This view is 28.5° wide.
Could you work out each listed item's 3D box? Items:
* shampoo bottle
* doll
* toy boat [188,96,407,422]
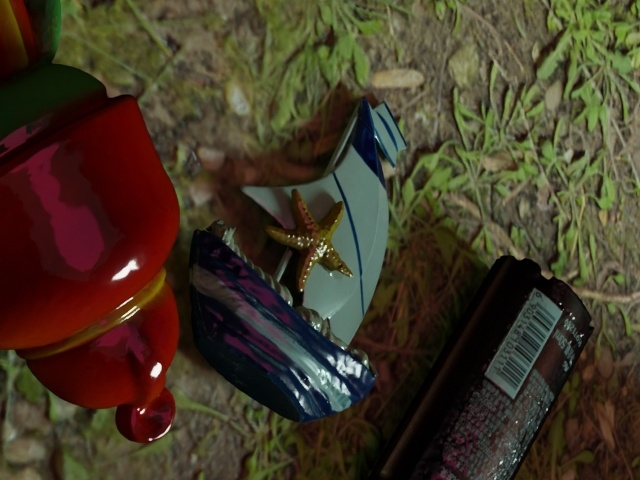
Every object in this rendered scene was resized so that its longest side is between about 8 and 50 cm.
[{"bbox_3d":[0.129,0.172,1.111,0.129,0.084,0.323,45,64,-27],"label":"shampoo bottle"},{"bbox_3d":[-0.183,-0.023,0.807,0.183,0.160,0.363,-38,113,-35],"label":"doll"},{"bbox_3d":[0.000,0.000,1.039,0.220,0.067,0.291,45,52,-30],"label":"toy boat"}]
